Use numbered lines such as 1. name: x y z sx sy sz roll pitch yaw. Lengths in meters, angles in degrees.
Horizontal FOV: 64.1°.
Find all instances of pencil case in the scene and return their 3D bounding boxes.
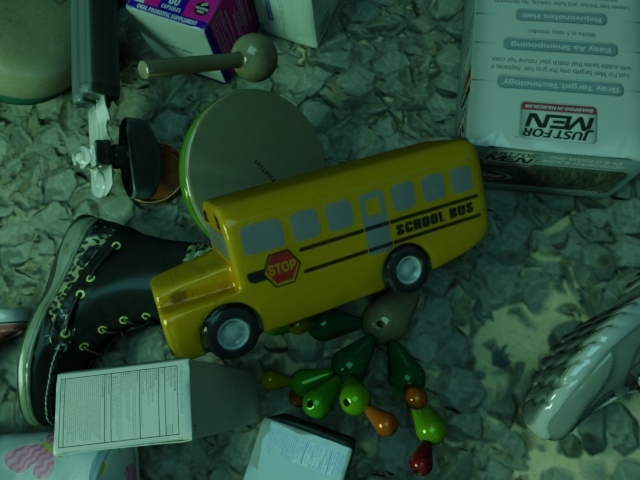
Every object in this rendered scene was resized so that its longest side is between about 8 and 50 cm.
1. pencil case: -0.323 0.253 0.504 0.273 0.124 0.113 -4 116 1

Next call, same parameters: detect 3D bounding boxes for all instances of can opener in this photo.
1. can opener: -0.257 -0.186 0.622 0.093 0.074 0.280 -6 90 -40

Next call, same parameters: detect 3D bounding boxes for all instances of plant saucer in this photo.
1. plant saucer: -0.210 -0.085 0.651 0.084 0.013 0.083 -1 73 4

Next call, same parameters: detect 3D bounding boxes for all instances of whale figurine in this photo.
1. whale figurine: -0.372 -0.294 0.671 0.216 0.141 0.272 43 56 -24

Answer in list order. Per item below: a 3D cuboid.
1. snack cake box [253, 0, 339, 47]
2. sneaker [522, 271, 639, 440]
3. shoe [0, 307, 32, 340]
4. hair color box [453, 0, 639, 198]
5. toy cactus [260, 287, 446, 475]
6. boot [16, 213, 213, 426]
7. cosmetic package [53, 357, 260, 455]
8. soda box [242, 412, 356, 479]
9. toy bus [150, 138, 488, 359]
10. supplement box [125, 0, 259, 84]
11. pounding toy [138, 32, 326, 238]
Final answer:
1. snack cake box: 0.001 -0.410 0.657 0.089 0.152 0.264 21 76 10
2. sneaker: 0.327 0.113 0.506 0.281 0.105 0.115 -37 75 -7
3. shoe: -0.410 0.134 0.581 0.178 0.063 0.081 -15 75 5
4. hair color box: 0.268 -0.249 0.611 0.186 0.113 0.374 6 74 7
5. toy cactus: 0.049 0.121 0.536 0.219 0.112 0.180 25 54 28
6. boot: -0.212 0.094 0.564 0.179 0.085 0.236 8 74 4
7. cosmetic package: -0.125 0.145 0.461 0.099 0.239 0.060 -5 73 2
8. soda box: -0.050 0.318 0.479 0.091 0.098 0.286 16 75 10
9. toy bus: 0.000 0.000 0.508 0.333 0.108 0.130 -17 106 -18
10. supplement box: -0.135 -0.339 0.669 0.111 0.114 0.220 21 75 11
11. pounding toy: -0.104 -0.099 0.592 0.183 0.110 0.236 -31 111 -34
